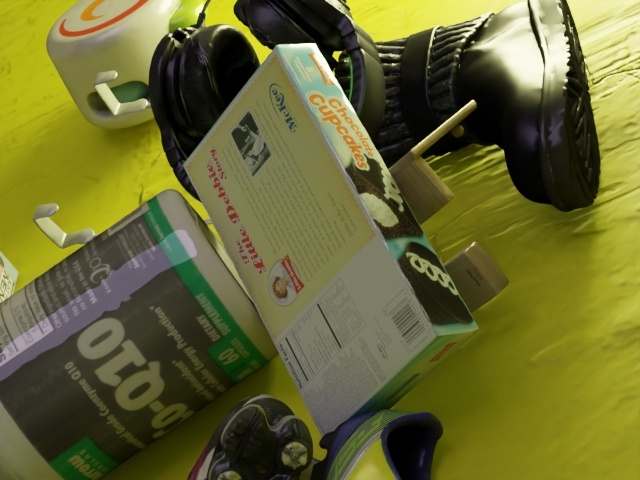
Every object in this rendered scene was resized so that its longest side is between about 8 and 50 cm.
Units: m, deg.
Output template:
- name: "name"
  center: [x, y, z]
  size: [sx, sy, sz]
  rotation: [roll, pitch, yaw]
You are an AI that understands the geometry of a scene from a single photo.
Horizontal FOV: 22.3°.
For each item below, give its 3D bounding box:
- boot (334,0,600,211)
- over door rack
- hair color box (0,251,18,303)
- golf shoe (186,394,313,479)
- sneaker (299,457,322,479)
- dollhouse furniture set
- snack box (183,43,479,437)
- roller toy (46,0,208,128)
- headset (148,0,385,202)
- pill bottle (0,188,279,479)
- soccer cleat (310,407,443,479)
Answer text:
- name: "boot"
  center: [0.143, -0.118, 1.655]
  size: [0.260, 0.131, 0.348]
  rotation: [-16, 31, 15]
- name: "over door rack"
  center: [-0.125, -0.079, 1.824]
  size: [0.324, 0.108, 0.239]
  rotation: [1, 48, 16]
- name: "hair color box"
  center: [-0.558, 0.127, 1.951]
  size: [0.375, 0.113, 0.185]
  rotation: [-21, 39, 18]
- name: "golf shoe"
  center: [-0.090, 0.264, 1.434]
  size: [0.272, 0.105, 0.120]
  rotation: [-62, 13, 3]
- name: "sneaker"
  center: [-0.050, 0.229, 1.505]
  size: [0.152, 0.054, 0.061]
  rotation: [-9, 60, 34]
- name: "dollhouse furniture set"
  center: [0.120, -0.016, 1.545]
  size: [0.144, 0.151, 0.123]
  rotation: [-40, 1, 43]
- name: "snack box"
  center: [0.000, 0.000, 1.504]
  size: [0.187, 0.060, 0.322]
  rotation: [-47, 62, 40]
- name: "roller toy"
  center: [-0.240, -0.238, 2.077]
  size: [0.191, 0.146, 0.209]
  rotation: [-36, 30, -16]
- name: "headset"
  center: [-0.087, -0.206, 1.693]
  size: [0.243, 0.185, 0.394]
  rotation: [-32, 58, 17]
- name: "pill bottle"
  center: [-0.236, 0.127, 1.626]
  size: [0.361, 0.204, 0.204]
  rotation: [-35, 37, 1]
- name: "soccer cleat"
  center: [0.047, 0.256, 1.355]
  size: [0.121, 0.093, 0.289]
  rotation: [-18, 39, 25]
